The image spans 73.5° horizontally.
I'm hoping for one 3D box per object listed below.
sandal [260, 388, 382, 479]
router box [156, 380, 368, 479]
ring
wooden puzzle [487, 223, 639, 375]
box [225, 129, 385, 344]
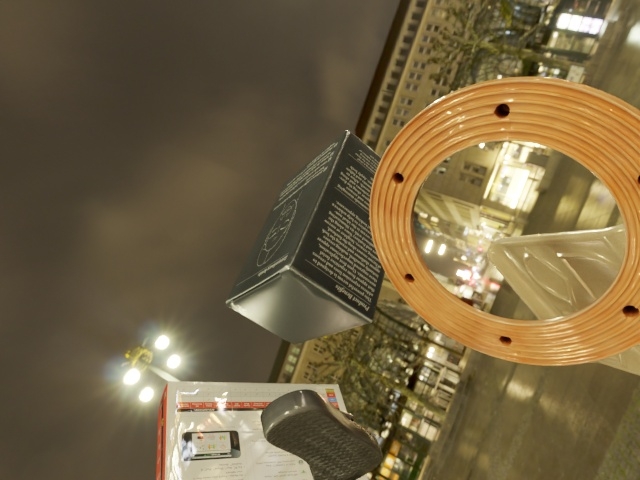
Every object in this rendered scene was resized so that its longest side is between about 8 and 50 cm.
[{"bbox_3d":[0.011,0.243,0.535,0.097,0.054,0.255,-26,-49,0],"label":"sandal"},{"bbox_3d":[-0.090,0.383,0.699,0.082,0.335,0.301,-64,28,30],"label":"router box"},{"bbox_3d":[0.209,-0.007,0.480,0.032,0.336,0.337,-37,-36,-45],"label":"ring"},{"bbox_3d":[0.486,0.100,0.717,0.080,0.322,0.348,-41,2,-11],"label":"wooden puzzle"},{"bbox_3d":[0.000,0.000,0.995,0.293,0.212,0.396,-30,31,50],"label":"box"}]
